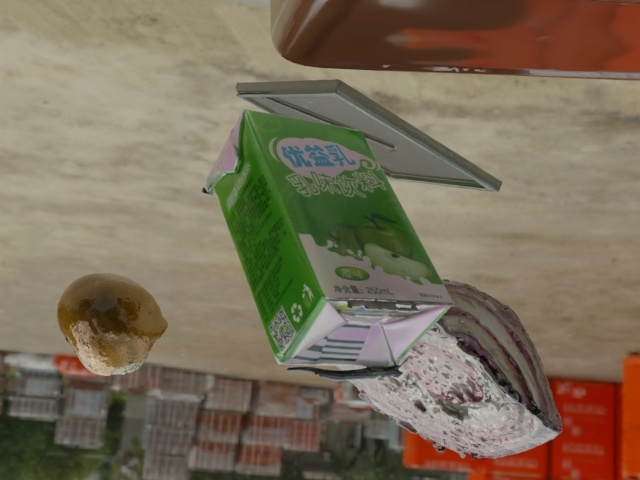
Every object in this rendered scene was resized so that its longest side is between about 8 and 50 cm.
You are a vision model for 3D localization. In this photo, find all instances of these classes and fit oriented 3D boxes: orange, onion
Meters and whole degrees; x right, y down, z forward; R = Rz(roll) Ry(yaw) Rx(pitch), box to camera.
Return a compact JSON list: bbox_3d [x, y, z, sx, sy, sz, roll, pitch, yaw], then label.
[{"bbox_3d":[-0.321,0.118,1.393,0.169,0.160,0.112,-1,154,6],"label":"orange"},{"bbox_3d":[0.161,0.160,1.264,0.314,0.146,0.280,38,147,-13],"label":"onion"}]

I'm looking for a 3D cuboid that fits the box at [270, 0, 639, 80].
[{"bbox_3d":[0.136,-0.231,0.557,0.339,0.230,0.239,0,178,-10],"label":"box"}]

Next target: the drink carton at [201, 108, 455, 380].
[{"bbox_3d":[0.000,0.000,0.929,0.161,0.271,0.108,6,133,-33],"label":"drink carton"}]

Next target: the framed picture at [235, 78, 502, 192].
[{"bbox_3d":[0.064,-0.138,1.246,0.314,0.024,0.232,24,172,-37],"label":"framed picture"}]
